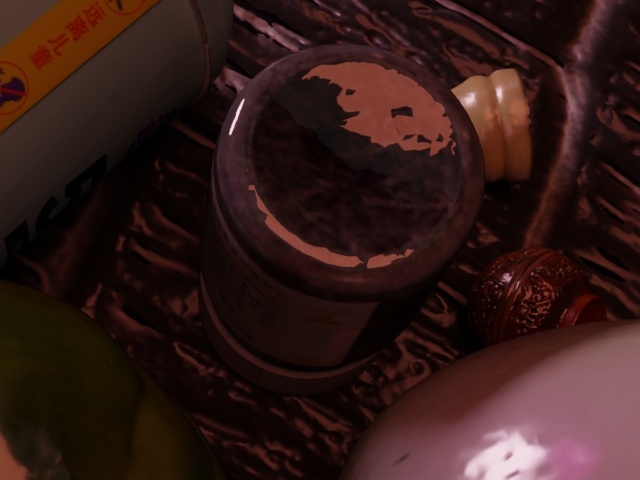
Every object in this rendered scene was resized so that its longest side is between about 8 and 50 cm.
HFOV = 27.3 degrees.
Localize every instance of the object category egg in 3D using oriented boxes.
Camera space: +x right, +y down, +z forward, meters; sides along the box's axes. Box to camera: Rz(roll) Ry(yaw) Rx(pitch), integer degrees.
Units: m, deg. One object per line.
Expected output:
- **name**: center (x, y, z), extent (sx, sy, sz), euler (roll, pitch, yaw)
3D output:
- **egg**: center (0.167, 0.210, 0.805), extent (0.339, 0.354, 0.354), euler (15, 64, 23)

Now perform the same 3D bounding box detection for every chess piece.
- **chess piece**: center (0.062, -0.077, 1.037), extent (0.200, 0.090, 0.090), euler (-8, 69, 0)

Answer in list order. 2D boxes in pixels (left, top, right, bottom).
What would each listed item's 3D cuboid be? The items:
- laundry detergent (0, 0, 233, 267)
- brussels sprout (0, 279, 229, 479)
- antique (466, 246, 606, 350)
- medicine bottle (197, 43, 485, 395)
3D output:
- **laundry detergent**: center (-0.233, -0.154, 0.901), extent (0.287, 0.287, 0.305), euler (42, 68, 9)
- **brussels sprout**: center (-0.223, 0.179, 0.784), extent (0.371, 0.276, 0.315), euler (21, 82, -1)
- **antique**: center (0.157, 0.054, 0.984), extent (0.104, 0.104, 0.104), euler (3, 68, -8)
- **medicine bottle**: center (0.000, 0.000, 0.884), extent (0.165, 0.273, 0.165), euler (4, 68, -9)
